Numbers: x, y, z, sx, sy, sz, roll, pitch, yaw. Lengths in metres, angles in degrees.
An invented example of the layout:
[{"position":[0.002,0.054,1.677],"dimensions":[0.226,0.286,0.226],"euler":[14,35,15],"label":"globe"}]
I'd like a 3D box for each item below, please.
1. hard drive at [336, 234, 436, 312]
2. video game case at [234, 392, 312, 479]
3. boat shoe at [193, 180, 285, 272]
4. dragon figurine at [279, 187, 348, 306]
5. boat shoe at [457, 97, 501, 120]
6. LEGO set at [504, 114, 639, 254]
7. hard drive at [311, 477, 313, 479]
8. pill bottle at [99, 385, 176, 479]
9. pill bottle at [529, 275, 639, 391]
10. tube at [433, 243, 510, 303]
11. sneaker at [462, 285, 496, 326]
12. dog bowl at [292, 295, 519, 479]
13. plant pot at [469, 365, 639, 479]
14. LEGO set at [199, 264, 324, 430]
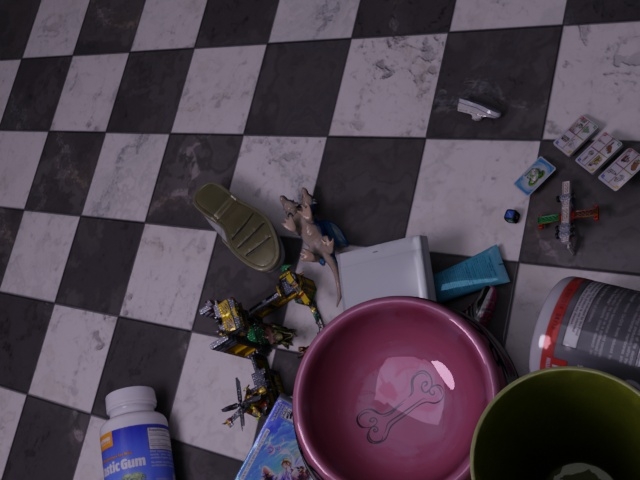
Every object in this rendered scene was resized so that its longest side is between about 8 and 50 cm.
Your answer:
[{"position":[0.136,0.160,1.516],"dimensions":[0.203,0.040,0.307],"euler":[-15,77,38],"label":"hard drive"},{"position":[-0.033,0.468,1.483],"dimensions":[0.244,0.061,0.269],"euler":[28,89,3],"label":"video game case"},{"position":[-0.171,-0.023,1.782],"dimensions":[0.113,0.103,0.302],"euler":[-42,55,-3],"label":"boat shoe"},{"position":[0.000,0.000,1.678],"dimensions":[0.085,0.144,0.289],"euler":[-38,77,14],"label":"dragon figurine"},{"position":[0.324,-0.263,1.605],"dimensions":[0.100,0.035,0.035],"euler":[27,116,32],"label":"boat shoe"},{"position":[0.466,-0.096,1.463],"dimensions":[0.244,0.060,0.182],"euler":[-46,44,9],"label":"LEGO set"},{"position":[0.087,0.454,1.421],"dimensions":[0.210,0.040,0.318],"euler":[8,84,5],"label":"hard drive"},{"position":[-0.407,0.469,1.729],"dimensions":[0.152,0.152,0.271],"euler":[-26,62,22],"label":"pill bottle"},{"position":[0.531,0.193,1.208],"dimensions":[0.363,0.210,0.210],"euler":[14,81,35],"label":"pill bottle"},{"position":[0.258,0.081,1.517],"dimensions":[0.207,0.052,0.080],"euler":[-24,68,19],"label":"tube"},{"position":[0.269,0.153,1.473],"dimensions":[0.075,0.063,0.170],"euler":[31,96,29],"label":"sneaker"},{"position":[0.133,0.273,1.312],"dimensions":[0.408,0.150,0.407],"euler":[-5,68,13],"label":"dog bowl"},{"position":[0.385,0.365,1.174],"dimensions":[0.275,0.293,0.274],"euler":[-9,60,16],"label":"plant pot"},{"position":[-0.107,0.211,1.606],"dimensions":[0.255,0.192,0.331],"euler":[-25,63,23],"label":"LEGO set"}]
